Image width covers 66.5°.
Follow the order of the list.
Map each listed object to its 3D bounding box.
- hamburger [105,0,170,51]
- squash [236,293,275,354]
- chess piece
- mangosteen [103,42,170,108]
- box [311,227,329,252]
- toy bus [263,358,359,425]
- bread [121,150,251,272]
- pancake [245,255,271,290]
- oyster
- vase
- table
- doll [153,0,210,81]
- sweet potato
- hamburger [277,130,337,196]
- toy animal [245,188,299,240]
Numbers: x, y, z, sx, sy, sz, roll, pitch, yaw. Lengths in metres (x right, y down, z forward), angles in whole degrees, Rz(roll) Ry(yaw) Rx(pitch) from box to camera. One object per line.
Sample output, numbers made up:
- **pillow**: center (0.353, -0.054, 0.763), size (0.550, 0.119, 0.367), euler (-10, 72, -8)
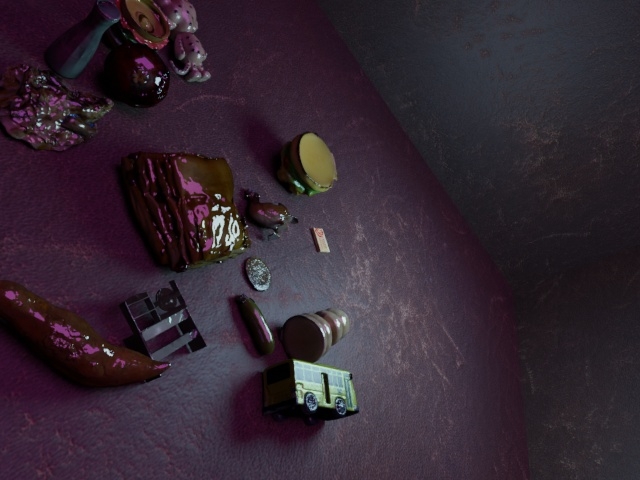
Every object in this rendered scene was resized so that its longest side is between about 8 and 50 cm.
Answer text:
- **hamburger**: center (-0.516, -0.584, 1.345), size (0.175, 0.137, 0.175), euler (42, 35, -38)
- **squash**: center (-0.172, 0.223, 1.318), size (0.052, 0.052, 0.183), euler (-16, 77, -58)
- **chess piece**: center (0.004, 0.266, 1.472), size (0.261, 0.143, 0.142), euler (-11, 76, -62)
- **mangosteen**: center (-0.480, -0.438, 1.283), size (0.166, 0.166, 0.180), euler (37, 15, -36)
- **box**: center (0.000, 0.000, 1.770), size (0.058, 0.015, 0.093), euler (6, 62, -56)
- **toy bus**: center (-0.023, 0.408, 1.315), size (0.262, 0.128, 0.150), euler (26, 47, -44)
- **bread**: center (-0.317, -0.096, 1.232), size (0.277, 0.167, 0.324), euler (-17, 80, -58)
- **pancake**: center (-0.180, 0.098, 1.433), size (0.115, 0.011, 0.114), euler (35, 40, -37)
- **oyster**: center (-0.590, -0.292, 1.073), size (0.214, 0.083, 0.222), euler (32, 49, -36)
- **vase**: center (-0.549, -0.472, 1.136), size (0.086, 0.214, 0.086), euler (36, 40, -37)
- **table**: center (-0.349, 0.192, 1.064), size (0.175, 0.062, 0.146), euler (63, 31, -1)
- **doll**: center (-0.437, -0.639, 1.543), size (0.154, 0.119, 0.278), euler (-14, 88, -57)
- **sweet potato**: center (-0.448, 0.196, 0.891), size (0.355, 0.095, 0.106), euler (40, 83, -30)
- **hamburger**: center (-0.059, -0.268, 1.766), size (0.237, 0.149, 0.237), euler (25, 56, -43)
- **toy animal**: center (-0.155, -0.091, 1.558), size (0.188, 0.089, 0.179), euler (1, 50, -50)
